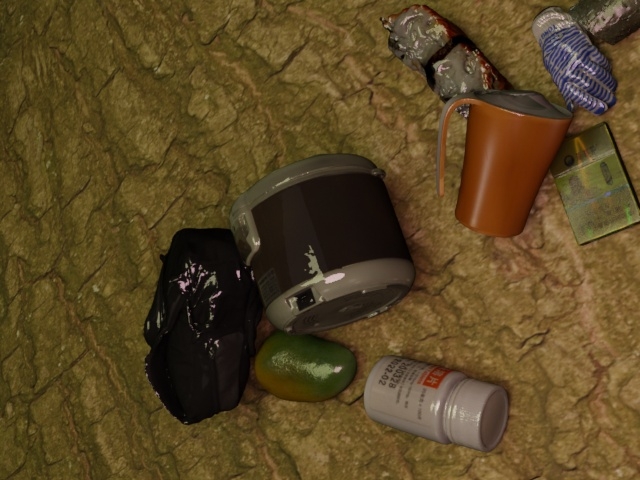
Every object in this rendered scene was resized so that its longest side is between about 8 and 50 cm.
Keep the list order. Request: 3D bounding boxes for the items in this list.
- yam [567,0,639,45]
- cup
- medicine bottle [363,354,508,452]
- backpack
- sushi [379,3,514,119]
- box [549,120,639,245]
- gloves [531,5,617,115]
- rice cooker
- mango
[{"bbox_3d":[0.537,-0.418,1.371,0.183,0.107,0.107,-37,65,27],"label":"yam"},{"bbox_3d":[0.314,-0.150,1.428,0.182,0.226,0.263,-101,21,-66],"label":"cup"},{"bbox_3d":[0.219,0.311,1.507,0.252,0.145,0.144,12,92,39],"label":"medicine bottle"},{"bbox_3d":[-0.270,0.194,1.796,0.363,0.255,0.445,-159,72,-72],"label":"backpack"},{"bbox_3d":[0.251,-0.348,1.562,0.130,0.124,0.332,-43,64,17],"label":"sushi"},{"bbox_3d":[0.489,-0.101,1.417,0.121,0.030,0.193,-26,71,32],"label":"box"},{"bbox_3d":[0.456,-0.322,1.435,0.229,0.097,0.119,60,149,20],"label":"gloves"},{"bbox_3d":[0.000,0.000,1.596,0.335,0.335,0.325,-30,69,31],"label":"rice cooker"},{"bbox_3d":[-0.032,0.277,1.724,0.251,0.114,0.156,5,80,28],"label":"mango"}]
